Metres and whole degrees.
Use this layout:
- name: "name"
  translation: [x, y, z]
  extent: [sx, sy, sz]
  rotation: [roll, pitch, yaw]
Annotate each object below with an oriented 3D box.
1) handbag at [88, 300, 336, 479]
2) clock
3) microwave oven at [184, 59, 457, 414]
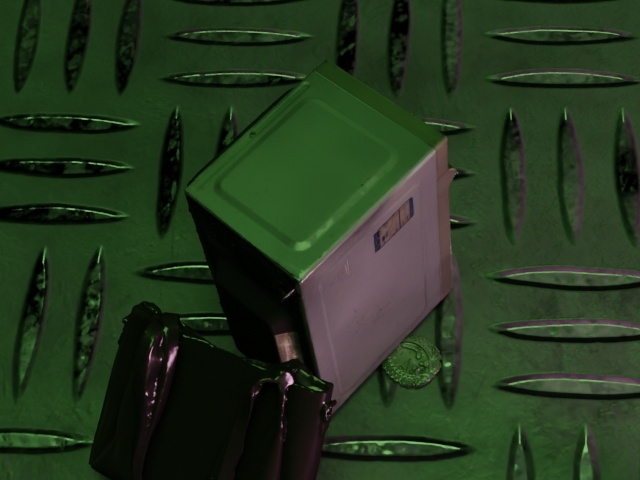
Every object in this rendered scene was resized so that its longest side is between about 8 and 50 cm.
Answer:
- name: "handbag"
  translation: [-0.133, 0.223, 1.512]
  extent: [0.285, 0.257, 0.113]
  rotation: [23, 27, 17]
- name: "clock"
  translation: [0.117, 0.156, 1.661]
  extent: [0.083, 0.010, 0.074]
  rotation: [36, 69, 22]
- name: "microwave oven"
  translation: [0.000, 0.000, 1.555]
  extent: [0.218, 0.355, 0.286]
  rotation: [37, 70, 25]
